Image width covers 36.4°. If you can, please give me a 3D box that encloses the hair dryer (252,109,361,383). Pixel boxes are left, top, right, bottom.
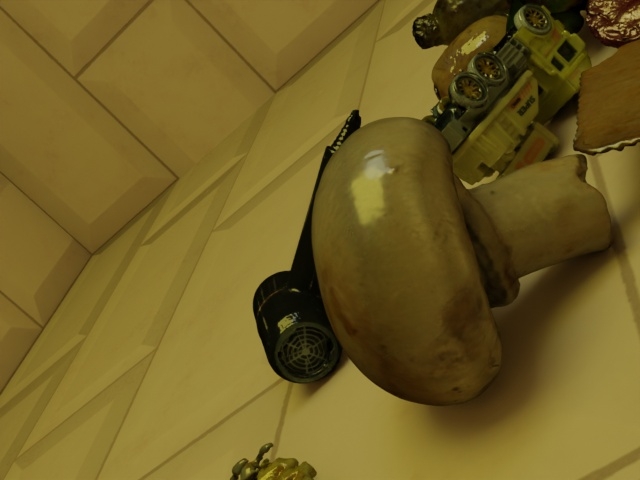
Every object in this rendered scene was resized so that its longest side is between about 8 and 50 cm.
[{"bbox_3d":[0.000,0.000,1.284,0.189,0.107,0.352,-119,43,-71],"label":"hair dryer"}]

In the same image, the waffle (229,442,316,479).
[{"bbox_3d":[-0.110,0.349,1.032,0.280,0.060,0.262,-35,22,36],"label":"waffle"}]

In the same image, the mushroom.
[{"bbox_3d":[0.141,0.012,0.956,0.290,0.293,0.292,-14,20,3],"label":"mushroom"}]

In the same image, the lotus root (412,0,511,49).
[{"bbox_3d":[0.305,-0.459,1.808,0.309,0.173,0.173,-44,16,4],"label":"lotus root"}]

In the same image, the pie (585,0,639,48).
[{"bbox_3d":[0.419,-0.311,1.269,0.154,0.036,0.154,-19,52,27],"label":"pie"}]

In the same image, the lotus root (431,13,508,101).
[{"bbox_3d":[0.271,-0.300,1.573,0.221,0.118,0.125,-44,33,13],"label":"lotus root"}]

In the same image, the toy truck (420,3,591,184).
[{"bbox_3d":[0.250,-0.176,1.263,0.272,0.157,0.124,-47,-2,-35],"label":"toy truck"}]

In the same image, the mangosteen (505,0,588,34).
[{"bbox_3d":[0.368,-0.458,1.421,0.311,0.311,0.311,-41,17,15],"label":"mangosteen"}]

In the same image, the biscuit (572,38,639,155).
[{"bbox_3d":[0.377,-0.172,0.991,0.236,0.013,0.232,-14,30,26],"label":"biscuit"}]
